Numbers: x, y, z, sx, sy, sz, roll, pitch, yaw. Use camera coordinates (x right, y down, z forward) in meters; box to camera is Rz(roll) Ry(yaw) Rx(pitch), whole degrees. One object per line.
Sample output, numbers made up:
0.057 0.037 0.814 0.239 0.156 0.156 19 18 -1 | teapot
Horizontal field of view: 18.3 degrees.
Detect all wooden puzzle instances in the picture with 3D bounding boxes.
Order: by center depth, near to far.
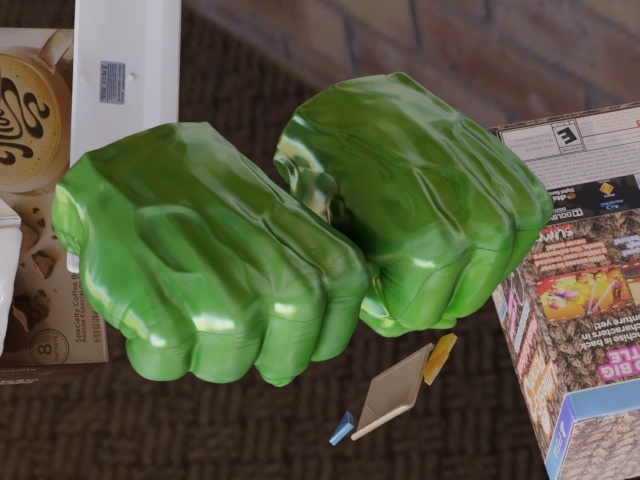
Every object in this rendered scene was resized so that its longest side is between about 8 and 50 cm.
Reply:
0.057 0.115 1.498 0.116 0.014 0.078 -31 23 47 | wooden puzzle

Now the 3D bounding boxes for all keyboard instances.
-0.128 -0.103 1.317 0.072 0.014 0.256 3 80 -14 | keyboard

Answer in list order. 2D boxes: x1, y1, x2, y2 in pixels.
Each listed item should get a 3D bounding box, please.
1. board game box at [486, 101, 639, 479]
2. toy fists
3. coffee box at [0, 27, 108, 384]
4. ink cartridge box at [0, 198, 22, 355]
0.277 0.039 1.706 0.232 0.141 0.291 -10 60 -8 | board game box
0.000 0.000 1.051 0.279 0.096 0.142 -16 43 -37 | toy fists
-0.286 -0.027 1.714 0.168 0.119 0.297 0 80 -22 | coffee box
-0.264 0.002 1.305 0.063 0.109 0.150 -8 32 -37 | ink cartridge box
